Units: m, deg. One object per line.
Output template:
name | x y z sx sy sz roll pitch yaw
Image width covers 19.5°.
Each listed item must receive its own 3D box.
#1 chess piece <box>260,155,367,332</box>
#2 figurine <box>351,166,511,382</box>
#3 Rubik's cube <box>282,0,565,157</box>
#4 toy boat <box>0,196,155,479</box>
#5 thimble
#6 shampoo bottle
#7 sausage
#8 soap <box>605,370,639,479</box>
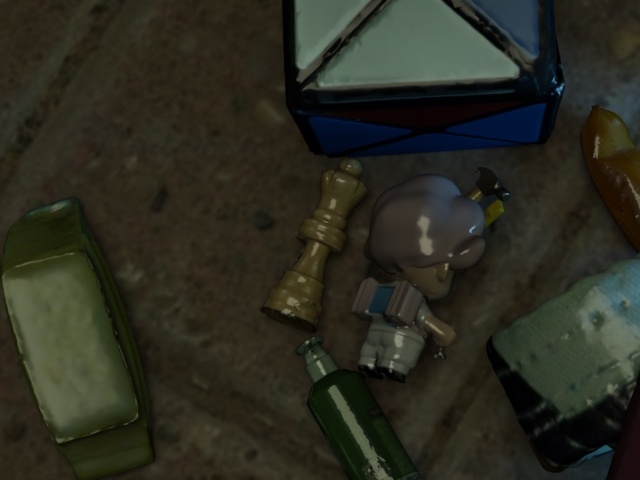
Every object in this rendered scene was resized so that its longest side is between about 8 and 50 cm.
chess piece | 0.000 0.000 1.800 0.060 0.060 0.172 20 79 9
figurine | 0.089 0.023 1.756 0.112 0.137 0.229 29 74 -33
Rubik's cube | 0.095 -0.221 1.734 0.246 0.248 0.250 -3 79 4
toy boat | -0.238 0.091 1.789 0.111 0.084 0.276 -17 79 4
thimble | 0.275 0.102 1.671 0.237 0.237 0.150 -27 80 0
shampoo bottle | 0.037 0.182 1.752 0.065 0.065 0.204 -30 78 -1
sausage | 0.298 -0.046 1.779 0.062 0.054 0.183 -23 73 -32
soap | 0.348 0.275 1.563 0.232 0.128 0.360 6 113 -15
